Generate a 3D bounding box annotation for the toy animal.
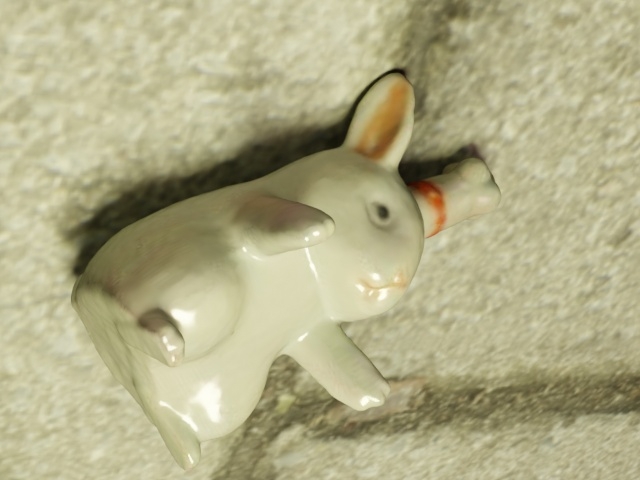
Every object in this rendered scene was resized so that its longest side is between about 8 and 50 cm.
[{"bbox_3d":[-0.001,0.011,0.755,0.282,0.138,0.140,-24,132,-12],"label":"toy animal"}]
